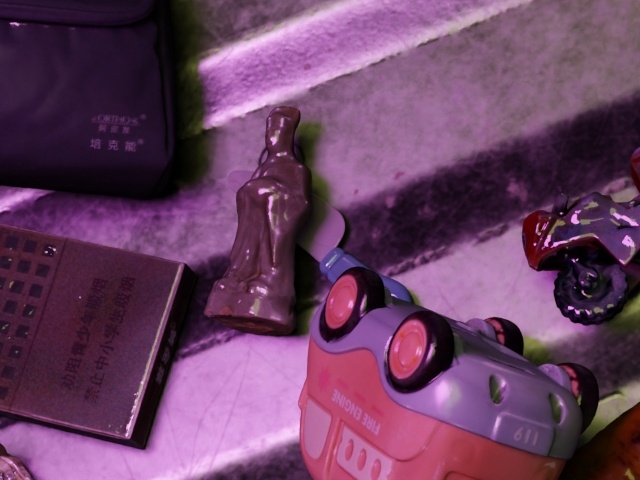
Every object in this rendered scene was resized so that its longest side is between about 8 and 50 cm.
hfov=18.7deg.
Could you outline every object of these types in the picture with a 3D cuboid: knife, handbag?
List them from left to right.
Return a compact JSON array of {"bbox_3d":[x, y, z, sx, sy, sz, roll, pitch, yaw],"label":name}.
[{"bbox_3d":[-0.279,-0.190,1.846,0.302,0.178,0.275,4,75,-12],"label":"handbag"},{"bbox_3d":[0.002,-0.001,1.829,0.058,0.032,0.244,-45,62,1],"label":"knife"}]

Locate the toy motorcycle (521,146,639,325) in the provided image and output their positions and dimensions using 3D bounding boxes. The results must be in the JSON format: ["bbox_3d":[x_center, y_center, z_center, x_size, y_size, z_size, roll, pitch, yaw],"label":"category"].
[{"bbox_3d":[0.265,-0.021,1.737,0.122,0.082,0.213,36,71,24],"label":"toy motorcycle"}]

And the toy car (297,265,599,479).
[{"bbox_3d":[0.086,0.160,1.635,0.270,0.180,0.212,34,102,60],"label":"toy car"}]

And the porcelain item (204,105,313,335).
[{"bbox_3d":[-0.045,-0.023,1.810,0.081,0.069,0.215,-2,72,43],"label":"porcelain item"}]

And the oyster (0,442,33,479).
[{"bbox_3d":[-0.268,0.286,1.790,0.106,0.061,0.200,6,74,-1],"label":"oyster"}]

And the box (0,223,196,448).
[{"bbox_3d":[-0.296,0.078,1.866,0.325,0.047,0.180,11,74,19],"label":"box"}]

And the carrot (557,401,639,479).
[{"bbox_3d":[0.283,0.189,1.634,0.302,0.114,0.114,-41,66,-4],"label":"carrot"}]
